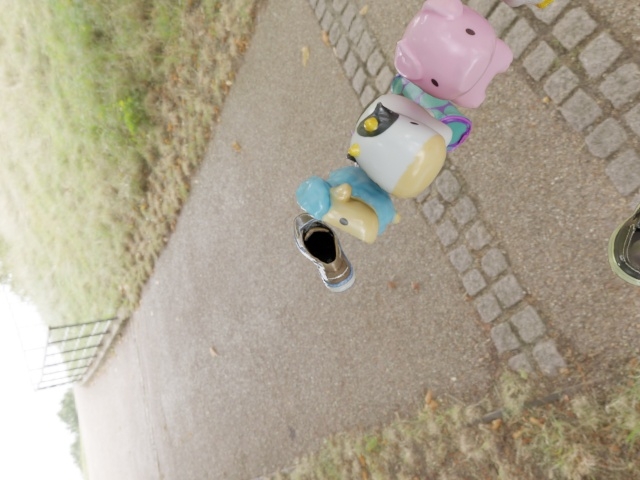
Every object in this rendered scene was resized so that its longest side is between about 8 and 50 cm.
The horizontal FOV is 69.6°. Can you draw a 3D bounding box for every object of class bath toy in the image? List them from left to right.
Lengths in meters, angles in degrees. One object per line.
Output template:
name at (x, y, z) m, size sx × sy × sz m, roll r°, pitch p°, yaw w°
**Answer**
bath toy at (0.105, -0.163, 0.435) m, size 0.348 × 0.129 × 0.151 m, roll -58°, pitch 29°, yaw 25°

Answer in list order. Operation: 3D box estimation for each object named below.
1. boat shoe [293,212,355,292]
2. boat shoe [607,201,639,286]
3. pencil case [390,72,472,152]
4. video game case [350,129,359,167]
boat shoe at (0.000, 0.000, 0.733) m, size 0.183 × 0.066 × 0.066 m, roll 51°, pitch 169°, yaw 47°
boat shoe at (0.342, -0.017, 0.468) m, size 0.056 × 0.152 × 0.049 m, roll 34°, pitch 149°, yaw 18°
pencil case at (0.150, -0.182, 0.637) m, size 0.064 × 0.070 × 0.152 m, roll -52°, pitch 36°, yaw 33°
video game case at (0.178, -0.206, 1.057) m, size 0.210 × 0.232 × 0.042 m, roll 84°, pitch 161°, yaw -62°
